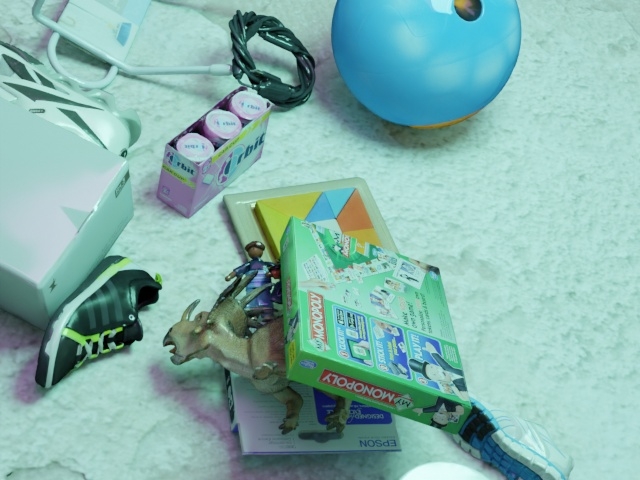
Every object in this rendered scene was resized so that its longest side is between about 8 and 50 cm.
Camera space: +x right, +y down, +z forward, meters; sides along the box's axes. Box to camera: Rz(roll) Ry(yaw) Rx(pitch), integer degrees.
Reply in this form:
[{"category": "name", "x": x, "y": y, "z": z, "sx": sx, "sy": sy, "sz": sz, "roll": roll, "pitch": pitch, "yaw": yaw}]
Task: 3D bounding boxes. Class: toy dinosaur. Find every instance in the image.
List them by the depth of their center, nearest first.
[{"category": "toy dinosaur", "x": -0.030, "y": 0.124, "z": 1.785, "sx": 0.296, "sy": 0.127, "sz": 0.200, "roll": 0, "pitch": 42, "yaw": -22}]

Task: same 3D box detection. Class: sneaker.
[{"category": "sneaker", "x": -0.271, "y": 0.103, "z": 1.819, "sx": 0.097, "sy": 0.084, "sz": 0.234, "roll": 26, "pitch": 46, "yaw": 7}, {"category": "sneaker", "x": 0.242, "y": 0.250, "z": 1.846, "sx": 0.191, "sy": 0.071, "sz": 0.083, "roll": 40, "pitch": 43, "yaw": 11}, {"category": "sneaker", "x": -0.428, "y": -0.178, "z": 2.012, "sx": 0.331, "sy": 0.122, "sz": 0.146, "roll": 20, "pitch": 44, "yaw": 4}]

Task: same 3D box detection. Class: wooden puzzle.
[{"category": "wooden puzzle", "x": 0.000, "y": 0.000, "z": 2.020, "sx": 0.221, "sy": 0.044, "sz": 0.238, "roll": -9, "pitch": 51, "yaw": -22}]

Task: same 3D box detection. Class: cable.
[{"category": "cable", "x": -0.076, "y": -0.278, "z": 2.206, "sx": 0.184, "sy": 0.047, "sz": 0.150, "roll": 4, "pitch": 62, "yaw": -50}]

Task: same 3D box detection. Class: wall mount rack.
[{"category": "wall mount rack", "x": -0.268, "y": -0.360, "z": 2.228, "sx": 0.304, "sy": 0.130, "sz": 0.350, "roll": 28, "pitch": 45, "yaw": -14}]

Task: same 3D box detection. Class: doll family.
[{"category": "doll family", "x": -0.026, "y": 0.050, "z": 1.899, "sx": 0.193, "sy": 0.076, "sz": 0.111, "roll": 2, "pitch": 73, "yaw": -21}]

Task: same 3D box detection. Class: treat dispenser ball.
[{"category": "treat dispenser ball", "x": 0.160, "y": -0.313, "z": 2.189, "sx": 0.288, "sy": 0.288, "sz": 0.288, "roll": 8, "pitch": 46, "yaw": -8}]

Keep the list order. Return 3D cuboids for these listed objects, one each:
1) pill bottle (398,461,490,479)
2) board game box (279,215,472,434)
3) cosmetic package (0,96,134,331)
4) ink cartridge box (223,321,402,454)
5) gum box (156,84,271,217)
[{"category": "pill bottle", "x": 0.106, "y": 0.367, "z": 1.542, "sx": 0.162, "sy": 0.278, "sz": 0.162, "roll": 8, "pitch": 47, "yaw": -8}, {"category": "board game box", "x": 0.059, "y": 0.094, "z": 1.743, "sx": 0.213, "sy": 0.046, "sz": 0.317, "roll": 19, "pitch": 26, "yaw": -13}, {"category": "cosmetic package", "x": -0.455, "y": -0.070, "z": 1.851, "sx": 0.385, "sy": 0.156, "sz": 0.217, "roll": 29, "pitch": 64, "yaw": 9}, {"category": "ink cartridge box", "x": -0.015, "y": 0.194, "z": 1.832, "sx": 0.206, "sy": 0.045, "sz": 0.208, "roll": 1, "pitch": 47, "yaw": -13}, {"category": "gum box", "x": -0.147, "y": -0.130, "z": 2.057, "sx": 0.062, "sy": 0.107, "sz": 0.188, "roll": 33, "pitch": 48, "yaw": 15}]
